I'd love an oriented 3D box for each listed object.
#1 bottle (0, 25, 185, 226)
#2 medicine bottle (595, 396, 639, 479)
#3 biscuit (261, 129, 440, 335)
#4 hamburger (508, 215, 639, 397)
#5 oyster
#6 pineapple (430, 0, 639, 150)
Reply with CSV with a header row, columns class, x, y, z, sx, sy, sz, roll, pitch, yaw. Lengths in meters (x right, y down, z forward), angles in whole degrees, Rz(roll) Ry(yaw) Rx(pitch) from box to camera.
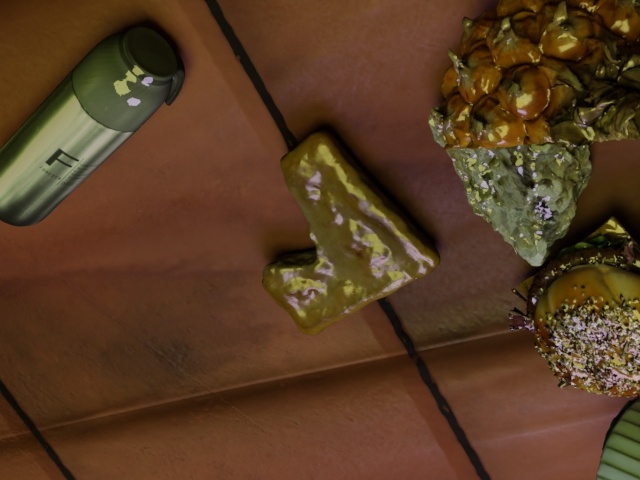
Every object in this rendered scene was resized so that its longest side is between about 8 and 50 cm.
class,x,y,z,sx,sy,sz,roll,pitch,yaw
bottle,-0.219,-0.101,1.299,0.096,0.079,0.253,11,143,-40
medicine bottle,0.403,0.245,1.208,0.318,0.158,0.158,21,137,42
biscuit,0.000,0.000,1.317,0.174,0.039,0.183,43,127,-16
hamburger,0.253,0.075,1.237,0.164,0.093,0.189,32,139,0
oyster,0.167,-0.066,1.192,0.177,0.064,0.125,45,132,-14
pineapple,0.196,-0.137,1.047,0.249,0.164,0.140,-6,101,16
